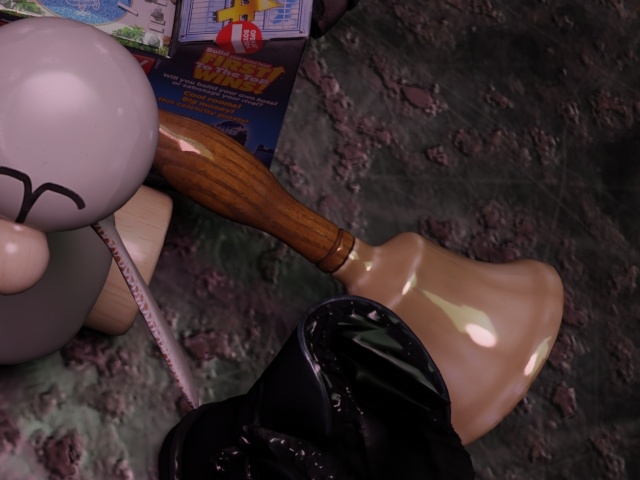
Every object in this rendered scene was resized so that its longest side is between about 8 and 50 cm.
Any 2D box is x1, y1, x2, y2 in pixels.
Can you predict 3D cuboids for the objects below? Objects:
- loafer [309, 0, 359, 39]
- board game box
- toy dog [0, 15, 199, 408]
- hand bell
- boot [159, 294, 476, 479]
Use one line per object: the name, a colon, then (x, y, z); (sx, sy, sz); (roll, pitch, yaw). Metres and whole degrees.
loafer: (-0.121, -0.201, 0.770); (0.302, 0.109, 0.095); (34, 78, -1)
board game box: (-0.086, -0.097, 0.674); (0.194, 0.194, 0.060); (13, 64, -20)
toy dog: (-0.148, 0.016, 0.559); (0.220, 0.334, 0.161); (12, 80, 7)
hand bell: (0.000, 0.000, 0.694); (0.242, 0.126, 0.126); (35, 59, -17)
boot: (-0.003, 0.167, 0.594); (0.094, 0.207, 0.247); (-2, 71, -26)
